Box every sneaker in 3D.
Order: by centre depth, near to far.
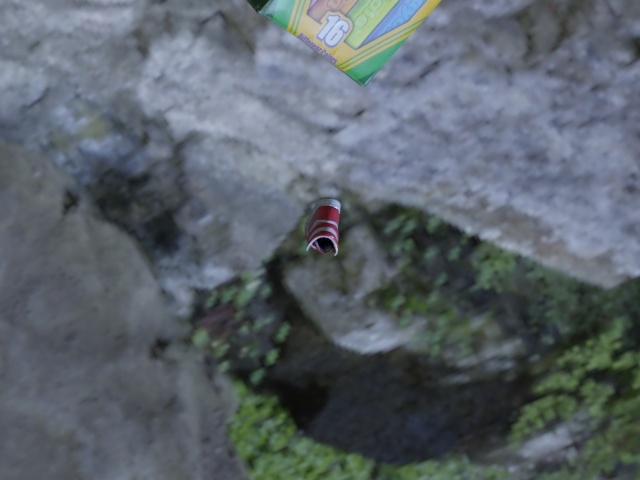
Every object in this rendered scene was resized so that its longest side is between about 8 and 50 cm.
[{"bbox_3d":[0.000,0.000,1.992,0.042,0.118,0.067,8,62,-4],"label":"sneaker"}]

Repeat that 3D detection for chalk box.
[{"bbox_3d":[0.046,-0.337,1.544,0.179,0.289,0.180,29,16,-46],"label":"chalk box"}]
